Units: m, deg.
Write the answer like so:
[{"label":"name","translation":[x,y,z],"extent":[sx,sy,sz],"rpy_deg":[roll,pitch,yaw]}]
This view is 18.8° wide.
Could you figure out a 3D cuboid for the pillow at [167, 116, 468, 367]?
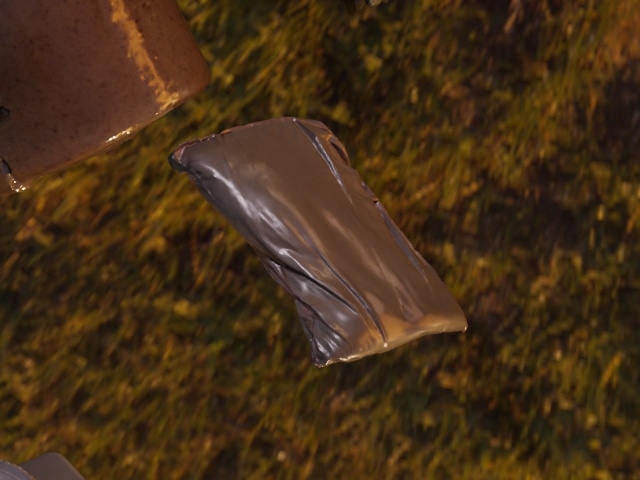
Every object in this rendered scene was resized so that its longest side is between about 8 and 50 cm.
[{"label":"pillow","translation":[0.000,0.000,1.758],"extent":[0.270,0.173,0.067],"rpy_deg":[55,141,15]}]

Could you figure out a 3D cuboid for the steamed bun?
[{"label":"steamed bun","translation":[-0.279,-0.164,1.774],"extent":[0.301,0.199,0.251],"rpy_deg":[-17,113,32]}]

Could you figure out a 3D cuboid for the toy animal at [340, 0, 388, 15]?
[{"label":"toy animal","translation":[-0.036,-0.190,0.801],"extent":[0.073,0.217,0.176],"rpy_deg":[-37,126,-11]}]

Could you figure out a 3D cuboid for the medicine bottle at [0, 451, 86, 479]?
[{"label":"medicine bottle","translation":[-0.185,0.204,1.198],"extent":[0.132,0.188,0.088],"rpy_deg":[-37,66,-8]}]
